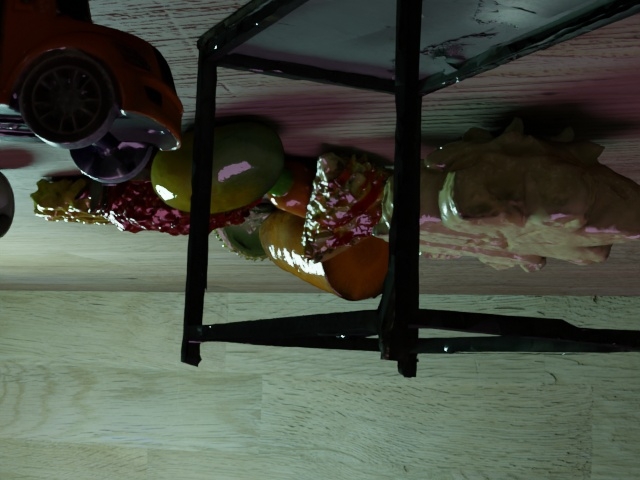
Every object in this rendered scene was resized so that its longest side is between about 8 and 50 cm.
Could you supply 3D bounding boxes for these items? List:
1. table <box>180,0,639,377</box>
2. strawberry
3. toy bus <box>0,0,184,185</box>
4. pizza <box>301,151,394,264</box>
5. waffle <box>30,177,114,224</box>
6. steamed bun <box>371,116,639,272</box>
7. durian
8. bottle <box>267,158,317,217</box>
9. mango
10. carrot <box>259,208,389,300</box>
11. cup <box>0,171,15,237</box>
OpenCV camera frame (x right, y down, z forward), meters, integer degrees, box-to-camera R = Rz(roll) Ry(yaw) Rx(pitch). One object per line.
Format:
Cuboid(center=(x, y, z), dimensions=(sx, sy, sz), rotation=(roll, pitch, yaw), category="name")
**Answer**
Cuboid(center=(0.063, -0.038, 0.806), dimensions=(0.222, 0.272, 0.335), rotation=(7, 171, -26), category="table")
Cuboid(center=(-0.188, -0.051, 1.458), dimensions=(0.174, 0.097, 0.228), rotation=(-3, 170, 41), category="strawberry")
Cuboid(center=(-0.253, -0.124, 0.722), dimensions=(0.329, 0.153, 0.143), rotation=(4, 174, 3), category="toy bus")
Cuboid(center=(0.041, -0.048, 1.372), dimensions=(0.188, 0.062, 0.199), rotation=(-36, 150, 3), category="pizza")
Cuboid(center=(-0.331, -0.056, 1.640), dimensions=(0.211, 0.055, 0.160), rotation=(0, 173, 25), category="waffle")
Cuboid(center=(0.203, -0.055, 1.188), dimensions=(0.292, 0.137, 0.295), rotation=(-1, 166, 32), category="steamed bun")
Cuboid(center=(-0.092, -0.018, 1.787), dimensions=(0.215, 0.086, 0.100), rotation=(9, 157, -27), category="durian")
Cuboid(center=(-0.033, -0.067, 1.400), dimensions=(0.069, 0.069, 0.187), rotation=(-2, 170, 32), category="bottle")
Cuboid(center=(-0.114, -0.084, 1.253), dimensions=(0.130, 0.091, 0.195), rotation=(9, 162, -28), category="mango")
Cuboid(center=(0.000, 0.000, 1.668), dimensions=(0.159, 0.159, 0.225), rotation=(9, 180, -41), category="carrot")
Cuboid(center=(-0.512, -0.066, 1.553), dimensions=(0.133, 0.136, 0.099), rotation=(0, -154, 22), category="cup")
